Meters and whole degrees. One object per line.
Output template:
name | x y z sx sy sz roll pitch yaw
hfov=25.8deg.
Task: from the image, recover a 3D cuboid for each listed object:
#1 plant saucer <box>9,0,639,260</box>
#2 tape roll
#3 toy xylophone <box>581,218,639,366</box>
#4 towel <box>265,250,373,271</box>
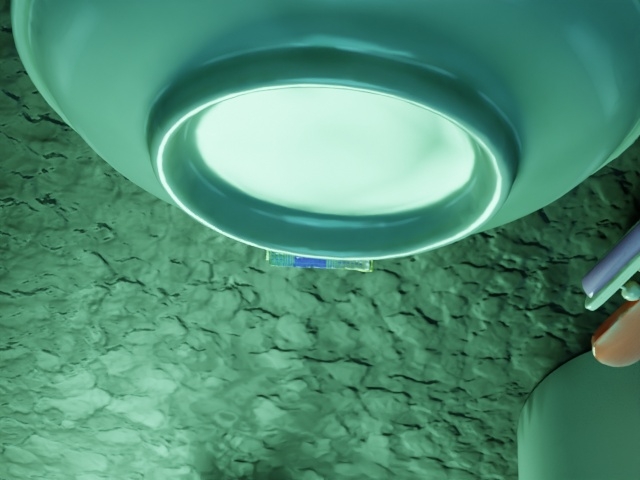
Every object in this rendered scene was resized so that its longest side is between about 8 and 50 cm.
plant saucer | 0.010 -0.077 0.836 0.400 0.100 0.400 4 153 2
tape roll | 0.280 0.218 1.119 0.246 0.169 0.246 4 133 4
toy xylophone | 0.353 0.029 0.992 0.323 0.081 0.236 19 132 -12
towel | 0.000 0.000 1.054 0.083 0.009 0.060 5 134 2
